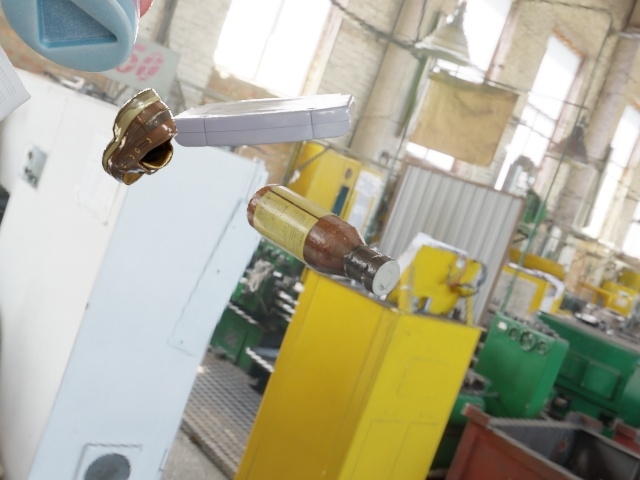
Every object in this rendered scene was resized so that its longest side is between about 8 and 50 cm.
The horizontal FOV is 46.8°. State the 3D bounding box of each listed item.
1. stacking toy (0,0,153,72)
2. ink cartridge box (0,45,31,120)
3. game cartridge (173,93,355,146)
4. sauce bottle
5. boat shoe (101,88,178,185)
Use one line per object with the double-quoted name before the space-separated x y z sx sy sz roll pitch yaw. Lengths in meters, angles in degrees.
"stacking toy" -0.244 -0.287 0.639 0.279 0.130 0.309 29 -36 -23
"ink cartridge box" -0.475 -0.191 0.678 0.130 0.272 0.310 15 -39 32
"game cartridge" -0.092 -0.205 1.261 0.297 0.062 0.198 -3 22 7
"sauce bottle" 0.000 0.000 0.511 0.042 0.042 0.128 14 14 -47
"boat shoe" -0.200 -0.099 0.829 0.060 0.064 0.178 47 -29 0
